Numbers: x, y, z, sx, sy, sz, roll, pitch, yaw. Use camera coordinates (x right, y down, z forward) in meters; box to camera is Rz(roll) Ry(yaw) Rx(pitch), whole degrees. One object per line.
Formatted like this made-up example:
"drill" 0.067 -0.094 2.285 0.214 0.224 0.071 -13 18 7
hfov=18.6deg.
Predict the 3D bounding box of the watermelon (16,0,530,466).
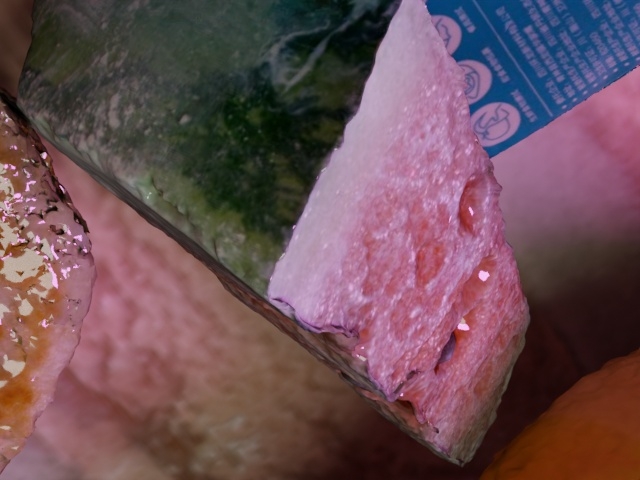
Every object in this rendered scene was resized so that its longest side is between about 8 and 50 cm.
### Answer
"watermelon" 0.000 0.000 0.655 0.094 0.154 0.241 -59 141 -12

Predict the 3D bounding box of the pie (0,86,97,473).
"pie" -0.161 0.016 0.637 0.163 0.079 0.193 25 114 -28

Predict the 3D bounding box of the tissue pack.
"tissue pack" 0.041 -0.116 0.620 0.120 0.082 0.169 -32 131 9

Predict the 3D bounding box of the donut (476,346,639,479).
"donut" 0.169 0.207 0.808 0.435 0.163 0.378 6 101 -48
